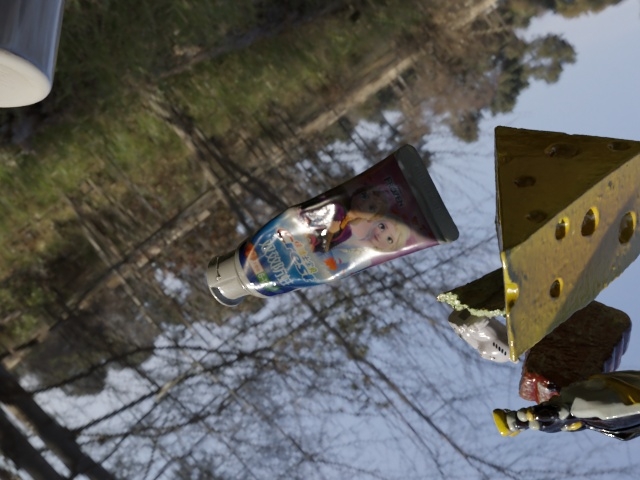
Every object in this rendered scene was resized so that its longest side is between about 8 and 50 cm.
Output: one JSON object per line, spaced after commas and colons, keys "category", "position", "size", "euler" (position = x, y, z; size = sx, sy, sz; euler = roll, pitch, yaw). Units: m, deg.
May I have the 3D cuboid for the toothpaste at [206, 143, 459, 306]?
{"category": "toothpaste", "position": [0.000, 0.000, 0.794], "size": [0.266, 0.096, 0.061], "euler": [-23, -169, 33]}

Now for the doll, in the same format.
{"category": "doll", "position": [0.436, 0.264, 1.289], "size": [0.316, 0.145, 0.103], "euler": [-16, -132, 24]}

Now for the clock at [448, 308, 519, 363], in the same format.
{"category": "clock", "position": [0.312, 0.175, 1.552], "size": [0.080, 0.117, 0.176], "euler": [-42, -173, -1]}

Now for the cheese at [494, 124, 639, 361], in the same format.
{"category": "cheese", "position": [0.158, -0.001, 0.593], "size": [0.126, 0.093, 0.171], "euler": [11, -142, 28]}

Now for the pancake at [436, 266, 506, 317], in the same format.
{"category": "pancake", "position": [0.338, 0.067, 1.358], "size": [0.376, 0.054, 0.197], "euler": [-26, -171, 42]}

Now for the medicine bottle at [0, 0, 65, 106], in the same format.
{"category": "medicine bottle", "position": [-0.448, -0.372, 1.110], "size": [0.208, 0.208, 0.340], "euler": [-21, -118, 58]}

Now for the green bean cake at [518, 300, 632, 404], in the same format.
{"category": "green bean cake", "position": [0.436, 0.199, 1.487], "size": [0.198, 0.097, 0.233], "euler": [18, -130, 29]}
